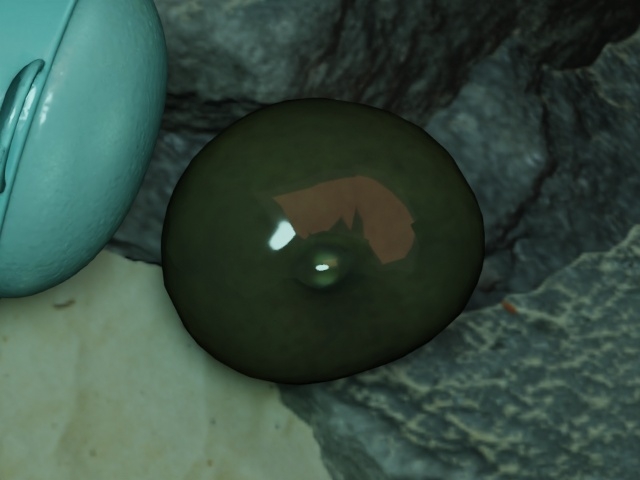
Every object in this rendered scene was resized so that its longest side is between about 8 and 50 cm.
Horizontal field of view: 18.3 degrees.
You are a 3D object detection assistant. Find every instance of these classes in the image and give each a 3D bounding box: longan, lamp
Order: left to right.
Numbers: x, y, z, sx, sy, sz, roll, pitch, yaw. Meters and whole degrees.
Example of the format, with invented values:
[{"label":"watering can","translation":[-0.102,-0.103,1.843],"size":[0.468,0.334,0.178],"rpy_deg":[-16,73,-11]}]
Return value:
[{"label":"lamp","translation":[-0.160,-0.085,1.097],"size":[0.147,0.209,0.284],"rpy_deg":[7,41,-18]},{"label":"longan","translation":[0.000,0.000,1.146],"size":[0.189,0.189,0.189],"rpy_deg":[11,61,-20]}]
